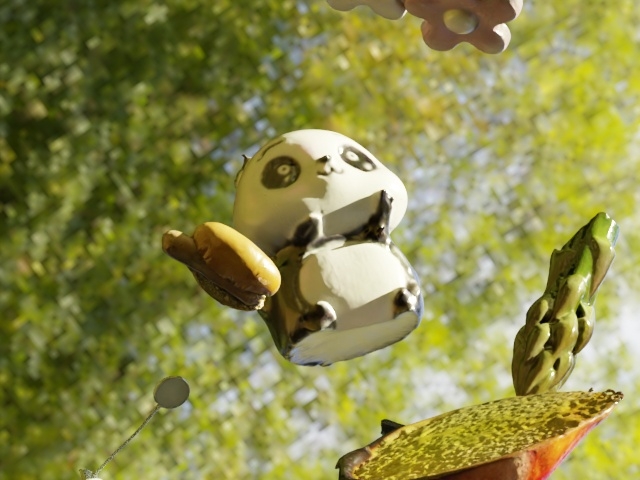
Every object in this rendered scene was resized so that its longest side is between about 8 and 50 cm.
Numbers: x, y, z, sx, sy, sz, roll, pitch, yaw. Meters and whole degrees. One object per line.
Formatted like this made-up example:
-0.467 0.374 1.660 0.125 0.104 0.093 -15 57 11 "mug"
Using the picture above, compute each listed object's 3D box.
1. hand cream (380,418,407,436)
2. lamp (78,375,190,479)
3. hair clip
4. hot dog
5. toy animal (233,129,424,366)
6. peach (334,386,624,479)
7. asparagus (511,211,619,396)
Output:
0.127 0.292 2.208 0.120 0.270 0.061 17 -124 12 "hand cream"
-0.246 0.265 2.501 0.198 0.050 0.056 -48 -146 4 "lamp"
0.107 -0.288 2.134 0.146 0.257 0.075 -60 -175 51 "hair clip"
-0.115 0.027 2.144 0.090 0.140 0.060 -38 -171 44 "hot dog"
0.000 0.000 2.580 0.251 0.310 0.251 -12 162 -4 "toy animal"
0.154 0.204 1.741 0.279 0.068 0.189 -14 -165 4 "peach"
0.254 0.082 1.979 0.080 0.080 0.287 -17 -147 36 "asparagus"
